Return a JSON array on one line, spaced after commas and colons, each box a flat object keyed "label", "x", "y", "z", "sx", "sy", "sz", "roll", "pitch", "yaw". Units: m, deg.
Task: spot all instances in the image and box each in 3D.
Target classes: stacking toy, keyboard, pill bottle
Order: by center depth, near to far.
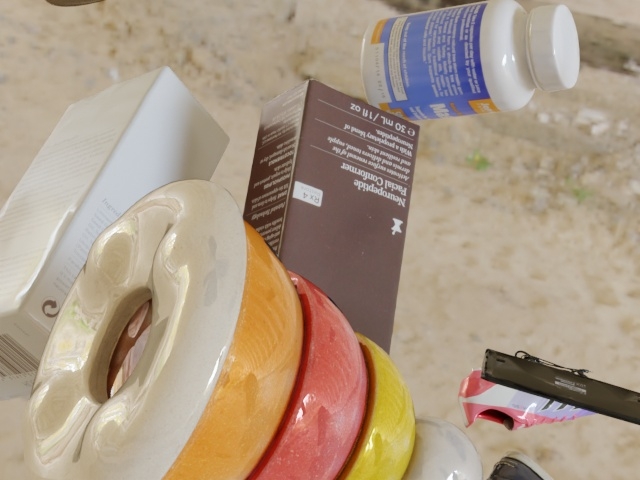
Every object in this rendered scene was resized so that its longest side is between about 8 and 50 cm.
[{"label": "stacking toy", "x": -0.026, "y": 0.180, "z": 1.178, "sx": 0.479, "sy": 0.351, "sz": 0.351, "roll": 27, "pitch": 14, "yaw": -29}, {"label": "keyboard", "x": 0.266, "y": 0.168, "z": 1.245, "sx": 0.192, "sy": 0.038, "sz": 0.100, "roll": 17, "pitch": 21, "yaw": 7}, {"label": "pill bottle", "x": 0.204, "y": -0.246, "z": 1.563, "sx": 0.271, "sy": 0.152, "sz": 0.152, "roll": -3, "pitch": 17, "yaw": 30}]

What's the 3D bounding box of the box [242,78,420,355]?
[{"label": "box", "x": 0.000, "y": 0.000, "z": 1.526, "sx": 0.191, "sy": 0.382, "sz": 0.143, "roll": 19, "pitch": -20, "yaw": -29}]

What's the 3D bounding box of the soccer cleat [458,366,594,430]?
[{"label": "soccer cleat", "x": 0.337, "y": 0.261, "z": 1.806, "sx": 0.247, "sy": 0.083, "sz": 0.095, "roll": 8, "pitch": 61, "yaw": -8}]

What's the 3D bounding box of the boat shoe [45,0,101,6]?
[{"label": "boat shoe", "x": -0.082, "y": -0.295, "z": 0.827, "sx": 0.341, "sy": 0.110, "sz": 0.121, "roll": -38, "pitch": -3, "yaw": -12}]

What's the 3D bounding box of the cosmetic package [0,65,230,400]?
[{"label": "cosmetic package", "x": -0.326, "y": -0.014, "z": 1.591, "sx": 0.230, "sy": 0.161, "sz": 0.453, "roll": -13, "pitch": 41, "yaw": 39}]

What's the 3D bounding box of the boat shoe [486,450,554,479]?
[{"label": "boat shoe", "x": 0.282, "y": 0.340, "z": 1.363, "sx": 0.206, "sy": 0.075, "sz": 0.065, "roll": 40, "pitch": 51, "yaw": 17}]
